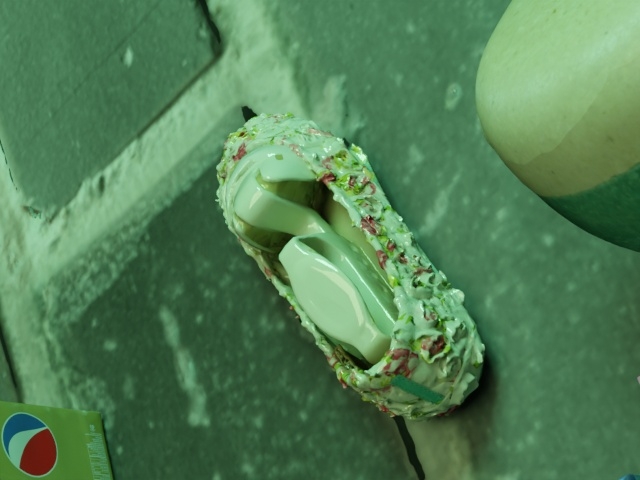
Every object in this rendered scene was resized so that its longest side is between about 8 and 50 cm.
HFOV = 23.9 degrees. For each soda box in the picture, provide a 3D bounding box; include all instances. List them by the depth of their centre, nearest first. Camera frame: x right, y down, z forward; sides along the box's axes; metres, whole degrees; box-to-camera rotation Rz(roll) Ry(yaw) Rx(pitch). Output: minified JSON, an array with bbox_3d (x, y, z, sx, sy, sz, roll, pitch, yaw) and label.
[{"bbox_3d":[-0.209,0.130,0.881,0.061,0.181,0.058,-32,60,31],"label":"soda box"}]

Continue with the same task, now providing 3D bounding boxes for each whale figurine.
[{"bbox_3d":[0.165,-0.093,0.630,0.216,0.141,0.272,-42,13,25],"label":"whale figurine"}]

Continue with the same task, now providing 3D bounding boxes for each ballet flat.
[{"bbox_3d":[0.000,0.000,0.804,0.241,0.077,0.091,47,111,39],"label":"ballet flat"}]

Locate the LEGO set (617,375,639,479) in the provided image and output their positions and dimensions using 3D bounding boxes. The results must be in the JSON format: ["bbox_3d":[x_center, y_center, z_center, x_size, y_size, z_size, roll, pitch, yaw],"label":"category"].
[{"bbox_3d":[0.157,0.153,0.614,0.087,0.093,0.227,-37,57,29],"label":"LEGO set"}]
